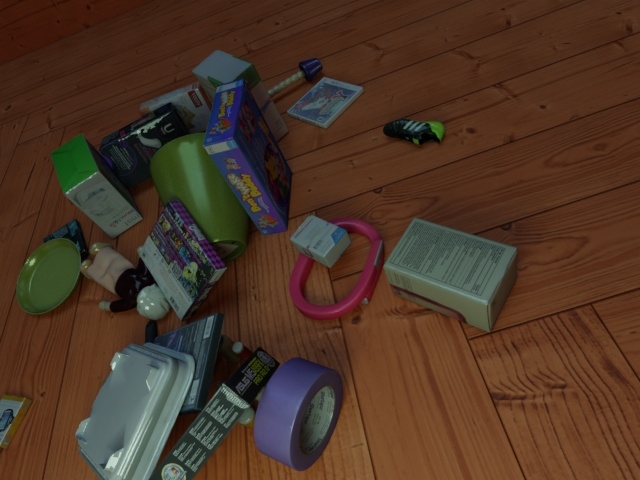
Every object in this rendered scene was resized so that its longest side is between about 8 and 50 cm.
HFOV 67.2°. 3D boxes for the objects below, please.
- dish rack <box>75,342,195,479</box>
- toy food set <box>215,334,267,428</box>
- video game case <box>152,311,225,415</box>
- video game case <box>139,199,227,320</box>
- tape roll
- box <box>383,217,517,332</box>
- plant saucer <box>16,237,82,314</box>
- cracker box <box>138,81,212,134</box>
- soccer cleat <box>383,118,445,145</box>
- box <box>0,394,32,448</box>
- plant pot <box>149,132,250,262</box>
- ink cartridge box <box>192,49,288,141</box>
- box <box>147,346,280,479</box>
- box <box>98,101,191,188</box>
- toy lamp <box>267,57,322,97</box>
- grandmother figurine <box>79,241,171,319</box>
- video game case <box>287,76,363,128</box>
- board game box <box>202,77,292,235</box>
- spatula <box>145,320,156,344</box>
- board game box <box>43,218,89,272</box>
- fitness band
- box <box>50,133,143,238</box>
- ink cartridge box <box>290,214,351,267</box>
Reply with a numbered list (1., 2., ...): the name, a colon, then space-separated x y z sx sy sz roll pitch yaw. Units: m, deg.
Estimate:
1. dish rack: -0.405 0.350 1.004 0.333 0.072 0.285 -5 59 52
2. toy food set: -0.195 0.286 1.054 0.111 0.104 0.232 -34 49 -7
3. video game case: -0.307 0.275 1.029 0.274 0.026 0.195 -26 46 41
4. video game case: -0.355 0.051 1.219 0.232 0.042 0.210 51 123 19
5. tape roll: -0.037 0.323 0.908 0.080 0.189 0.188 13 59 29
6. box: 0.277 0.069 1.025 0.233 0.126 0.148 21 63 33
7. plant saucer: -0.811 0.110 1.458 0.241 0.037 0.240 -8 65 17
8. cracker box: -0.502 -0.450 1.723 0.233 0.155 0.067 -18 41 8
9. soccer cleat: 0.262 -0.307 1.375 0.179 0.060 0.072 5 57 21
10. box: -0.796 0.461 1.210 0.081 0.028 0.136 0 56 21
11. plant pot: -0.305 -0.092 1.322 0.275 0.274 0.293 -21 65 5
12. ink cartridge box: -0.251 -0.442 1.541 0.117 0.278 0.201 -46 51 -12
13. box: -0.197 0.341 0.887 0.060 0.216 0.270 38 99 5
14. box: -0.579 -0.323 1.634 0.271 0.165 0.143 -28 32 -2
15. toy lamp: -0.119 -0.560 1.716 0.275 0.080 0.080 -31 49 -3
16. grandmother figurine: -0.532 0.112 1.340 0.343 0.104 0.207 28 95 33
17. video game case: 0.015 -0.468 1.623 0.184 0.023 0.201 29 68 36
18. board game box: -0.177 -0.212 1.281 0.078 0.347 0.233 -11 50 15
19. spatula: -0.404 0.309 1.170 0.084 0.030 0.296 -28 48 4
20. board game box: -0.832 0.020 1.573 0.126 0.026 0.186 -34 49 -7
21. fitness band: 0.041 0.064 1.177 0.209 0.054 0.290 6 55 29
22. box: -0.717 -0.171 1.541 0.127 0.231 0.262 -36 49 -7
23. ink cartridge box: 0.000 0.000 1.176 0.123 0.052 0.088 27 68 37
